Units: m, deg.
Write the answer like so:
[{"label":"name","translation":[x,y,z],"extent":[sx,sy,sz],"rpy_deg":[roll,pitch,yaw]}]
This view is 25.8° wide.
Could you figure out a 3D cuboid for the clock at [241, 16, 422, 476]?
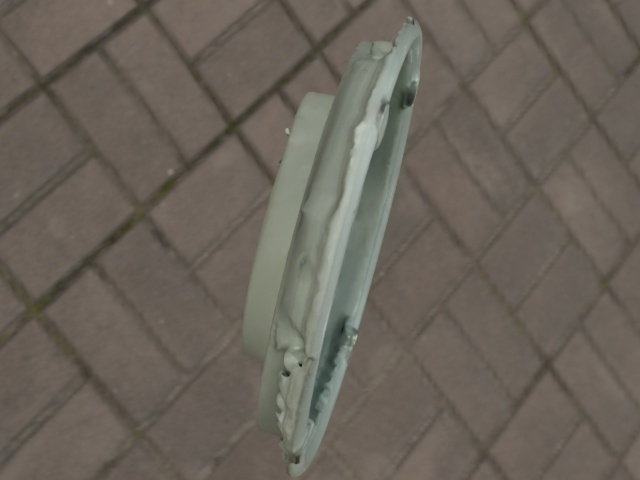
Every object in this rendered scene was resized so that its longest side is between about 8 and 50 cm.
[{"label":"clock","translation":[0.000,0.000,0.702],"extent":[0.053,0.236,0.236],"rpy_deg":[14,64,7]}]
